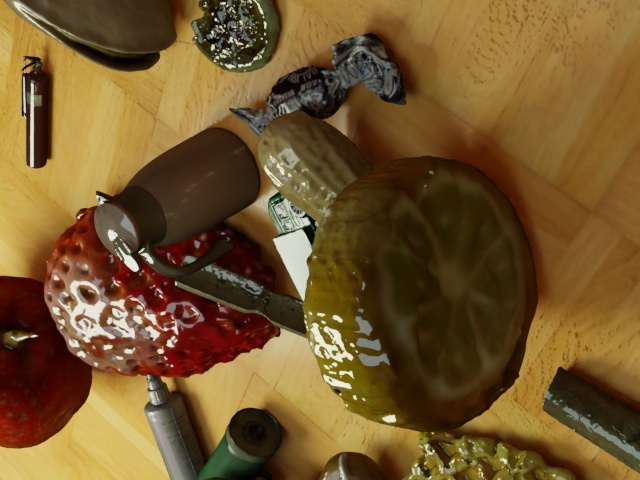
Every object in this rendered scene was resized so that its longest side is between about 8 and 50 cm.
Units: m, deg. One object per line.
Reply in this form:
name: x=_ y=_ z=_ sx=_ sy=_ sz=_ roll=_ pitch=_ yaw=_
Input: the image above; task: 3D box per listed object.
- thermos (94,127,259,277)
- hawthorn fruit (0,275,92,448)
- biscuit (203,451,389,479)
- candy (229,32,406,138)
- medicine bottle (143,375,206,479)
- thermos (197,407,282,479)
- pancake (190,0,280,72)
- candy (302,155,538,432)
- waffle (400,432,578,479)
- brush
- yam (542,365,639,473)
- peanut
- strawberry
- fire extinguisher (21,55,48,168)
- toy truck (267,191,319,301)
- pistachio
thermos: x=-0.158 y=-0.032 z=1.207 sx=0.105 sy=0.193 sz=0.137 roll=-28 pitch=96 yaw=44
hawthorn fruit: x=-0.442 y=0.165 z=1.514 sx=0.258 sy=0.258 sz=0.262 roll=29 pitch=170 yaw=24
biscuit: x=-0.071 y=0.431 z=1.397 sx=0.432 sy=0.064 sz=0.283 roll=-18 pitch=107 yaw=27
candy: x=-0.005 y=-0.145 z=1.117 sx=0.226 sy=0.051 sz=0.094 roll=-15 pitch=107 yaw=43
medicine bottle: x=-0.211 y=0.257 z=1.515 sx=0.058 sy=0.058 sz=0.199 roll=-2 pitch=114 yaw=40
thermos: x=-0.113 y=0.303 z=1.458 sx=0.187 sy=0.083 sz=0.073 roll=-58 pitch=44 yaw=44
pancake: x=-0.093 y=-0.239 z=1.156 sx=0.116 sy=0.022 sz=0.129 roll=27 pitch=133 yaw=26
candy: x=0.099 y=0.048 z=0.998 sx=0.118 sy=0.260 sz=0.260 roll=2 pitch=115 yaw=45
waffle: x=0.209 y=0.336 z=1.215 sx=0.291 sy=0.051 sz=0.291 roll=19 pitch=124 yaw=30
brush: x=-0.047 y=0.080 z=1.234 sx=0.248 sy=0.043 sz=0.036 roll=21 pitch=167 yaw=2
yam: x=0.282 y=0.179 z=1.062 sx=0.132 sy=0.054 sz=0.054 roll=32 pitch=131 yaw=25
peanut: x=0.026 y=-0.046 z=1.101 sx=0.214 sy=0.090 sz=0.098 roll=43 pitch=176 yaw=-5
strawberry: x=-0.209 y=0.075 z=1.345 sx=0.336 sy=0.149 sz=0.265 roll=4 pitch=115 yaw=37
fire extinguisher: x=-0.379 y=-0.177 z=1.426 sx=0.049 sy=0.035 sz=0.173 roll=-113 pitch=27 yaw=-48
toy truck: x=0.000 y=0.000 z=1.185 sx=0.079 sy=0.065 sz=0.147 roll=-16 pitch=104 yaw=43
pistachio: x=-0.269 y=-0.281 z=1.198 sx=0.238 sy=0.153 sz=0.138 roll=31 pitch=147 yaw=-14
